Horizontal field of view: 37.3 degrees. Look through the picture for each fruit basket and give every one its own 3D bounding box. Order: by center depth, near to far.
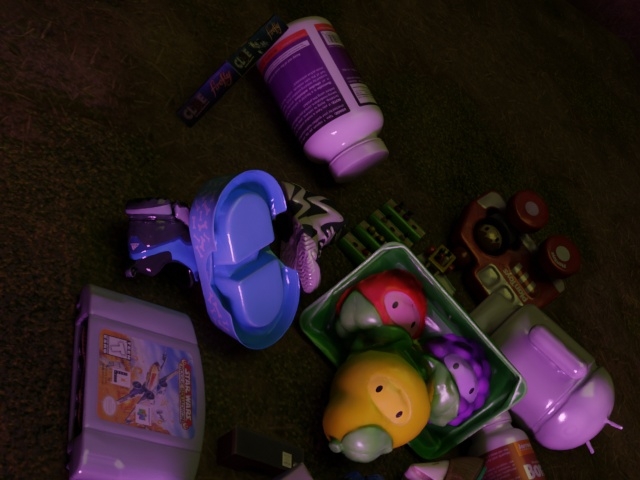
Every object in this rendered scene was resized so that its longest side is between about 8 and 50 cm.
[{"bbox_3d":[0.142,0.215,1.631,0.392,0.283,0.392,43,20,-20],"label":"fruit basket"}]

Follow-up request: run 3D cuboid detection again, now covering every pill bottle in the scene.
[{"bbox_3d":[0.348,0.428,1.766,0.121,0.121,0.216,3,58,-46],"label":"pill bottle"},{"bbox_3d":[0.010,-0.285,1.947,0.181,0.181,0.322,-12,70,-51],"label":"pill bottle"}]

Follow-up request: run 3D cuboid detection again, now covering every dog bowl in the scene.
[{"bbox_3d":[-0.124,0.028,1.515,0.166,0.074,0.297,-33,123,-43],"label":"dog bowl"}]

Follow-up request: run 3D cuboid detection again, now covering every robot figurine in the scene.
[{"bbox_3d":[0.426,0.265,1.857,0.200,0.300,0.353,-40,73,-20],"label":"robot figurine"}]

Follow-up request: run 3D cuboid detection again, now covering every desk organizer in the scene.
[{"bbox_3d":[-0.091,0.328,1.438,0.130,0.050,0.047,26,44,-31],"label":"desk organizer"}]

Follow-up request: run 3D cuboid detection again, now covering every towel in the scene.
[{"bbox_3d":[0.214,0.091,1.993,0.152,0.023,0.113,-25,78,-51],"label":"towel"}]

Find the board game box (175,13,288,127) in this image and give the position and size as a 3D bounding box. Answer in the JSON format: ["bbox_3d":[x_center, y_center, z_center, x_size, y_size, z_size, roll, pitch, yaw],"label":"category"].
[{"bbox_3d":[-0.165,-0.326,1.807,0.042,0.165,0.243,44,36,-10],"label":"board game box"}]

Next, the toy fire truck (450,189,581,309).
[{"bbox_3d":[0.420,0.041,2.152,0.254,0.169,0.302,-31,83,-35],"label":"toy fire truck"}]

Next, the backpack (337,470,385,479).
[{"bbox_3d":[0.061,0.416,1.490,0.120,0.098,0.101,-17,70,-51],"label":"backpack"}]

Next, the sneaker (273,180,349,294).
[{"bbox_3d":[0.000,0.000,1.771,0.153,0.094,0.235,8,44,-33],"label":"sneaker"}]

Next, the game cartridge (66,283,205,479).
[{"bbox_3d":[-0.258,0.215,1.354,0.198,0.062,0.297,18,48,-32],"label":"game cartridge"}]

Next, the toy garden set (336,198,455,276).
[{"bbox_3d":[0.172,0.019,1.953,0.204,0.049,0.244,45,36,5],"label":"toy garden set"}]

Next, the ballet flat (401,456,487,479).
[{"bbox_3d":[0.177,0.453,1.595,0.124,0.116,0.342,34,40,8],"label":"ballet flat"}]

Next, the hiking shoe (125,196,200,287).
[{"bbox_3d":[-0.205,0.014,1.559,0.304,0.113,0.132,13,81,-48],"label":"hiking shoe"}]

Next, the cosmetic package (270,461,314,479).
[{"bbox_3d":[-0.101,0.412,1.296,0.107,0.127,0.238,56,35,5],"label":"cosmetic package"}]
